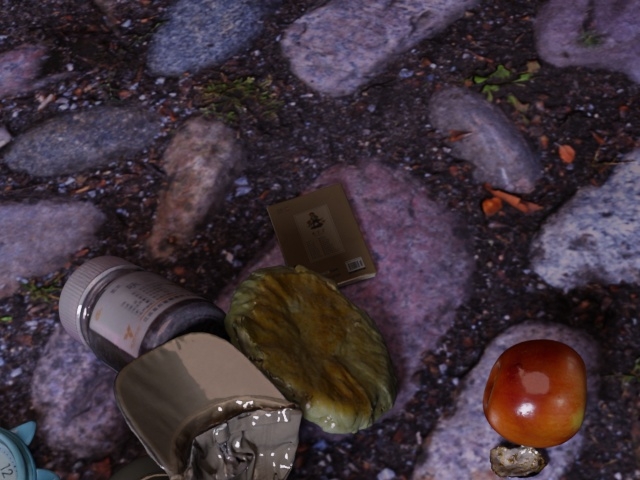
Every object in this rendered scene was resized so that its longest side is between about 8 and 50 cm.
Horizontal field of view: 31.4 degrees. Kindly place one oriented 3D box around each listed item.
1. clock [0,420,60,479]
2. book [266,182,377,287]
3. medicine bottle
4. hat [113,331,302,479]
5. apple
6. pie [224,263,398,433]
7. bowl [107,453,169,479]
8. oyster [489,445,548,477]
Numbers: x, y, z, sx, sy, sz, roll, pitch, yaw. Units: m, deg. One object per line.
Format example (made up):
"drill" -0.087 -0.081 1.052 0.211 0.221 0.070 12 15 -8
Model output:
"clock" -0.523 0.382 1.685 0.274 0.094 0.223 -25 57 -12
"book" 0.000 0.000 1.915 0.138 0.016 0.198 -17 56 -4
"medicine bottle" -0.268 0.130 1.734 0.165 0.165 0.273 -44 42 -20
"hat" -0.156 0.259 1.552 0.214 0.149 0.245 -26 48 -32
"apple" 0.307 0.219 1.638 0.139 0.163 0.163 6 57 3
"pie" -0.014 0.160 1.697 0.306 0.071 0.306 22 36 -17
"bowl" -0.212 0.407 1.590 0.289 0.146 0.289 -3 55 5
"oyster" 0.287 0.323 1.653 0.083 0.019 0.054 -3 54 8
